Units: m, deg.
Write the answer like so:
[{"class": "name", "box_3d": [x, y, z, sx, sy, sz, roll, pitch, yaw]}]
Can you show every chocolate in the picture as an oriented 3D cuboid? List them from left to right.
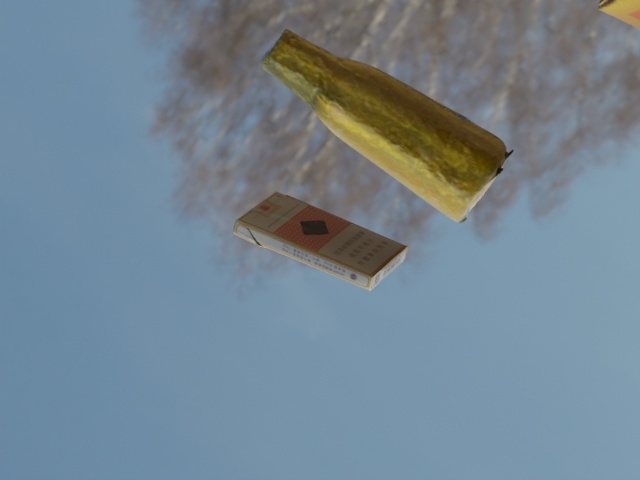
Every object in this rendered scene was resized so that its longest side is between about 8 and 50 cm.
[{"class": "chocolate", "box_3d": [0.049, -0.104, 1.305, 0.219, 0.085, 0.085, 33, -148, -2]}]

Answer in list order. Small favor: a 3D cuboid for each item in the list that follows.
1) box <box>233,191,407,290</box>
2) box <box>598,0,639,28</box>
[{"class": "box", "box_3d": [0.000, 0.000, 0.834, 0.083, 0.012, 0.046, 22, -149, 20]}, {"class": "box", "box_3d": [0.351, -0.263, 0.980, 0.214, 0.259, 0.283, 23, -105, -21]}]
